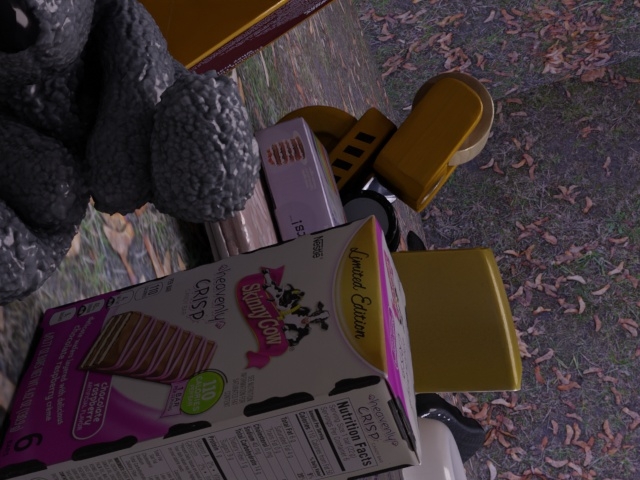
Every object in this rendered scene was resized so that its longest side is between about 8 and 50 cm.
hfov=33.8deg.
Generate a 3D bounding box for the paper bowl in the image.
[{"bbox_3d":[0.134,0.370,1.520,0.284,0.148,0.284,-14,90,-80],"label":"paper bowl"}]

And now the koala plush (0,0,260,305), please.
[{"bbox_3d":[-0.164,-0.117,0.586,0.203,0.196,0.221,-111,179,-57],"label":"koala plush"}]

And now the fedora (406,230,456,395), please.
[{"bbox_3d":[0.147,0.145,1.904,0.334,0.152,0.334,-14,90,-83],"label":"fedora"}]

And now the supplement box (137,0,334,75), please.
[{"bbox_3d":[-0.094,-0.257,1.045,0.129,0.191,0.194,58,11,-2],"label":"supplement box"}]

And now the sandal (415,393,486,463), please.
[{"bbox_3d":[0.190,0.331,1.872,0.107,0.167,0.446,60,2,29],"label":"sandal"}]

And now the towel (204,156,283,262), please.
[{"bbox_3d":[-0.058,0.054,1.173,0.317,0.053,0.332,4,70,-83],"label":"towel"}]

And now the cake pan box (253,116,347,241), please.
[{"bbox_3d":[0.000,0.000,1.294,0.246,0.070,0.267,28,45,-79],"label":"cake pan box"}]

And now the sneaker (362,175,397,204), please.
[{"bbox_3d":[0.096,-0.062,1.754,0.235,0.153,0.094,48,22,-41],"label":"sneaker"}]

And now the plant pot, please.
[{"bbox_3d":[0.170,0.105,1.477,0.212,0.212,0.187,0,88,-78],"label":"plant pot"}]

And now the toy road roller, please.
[{"bbox_3d":[0.072,-0.134,1.532,0.240,0.329,0.202,41,0,7],"label":"toy road roller"}]

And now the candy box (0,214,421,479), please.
[{"bbox_3d":[-0.064,0.082,0.632,0.159,0.233,0.071,-91,163,-57],"label":"candy box"}]
